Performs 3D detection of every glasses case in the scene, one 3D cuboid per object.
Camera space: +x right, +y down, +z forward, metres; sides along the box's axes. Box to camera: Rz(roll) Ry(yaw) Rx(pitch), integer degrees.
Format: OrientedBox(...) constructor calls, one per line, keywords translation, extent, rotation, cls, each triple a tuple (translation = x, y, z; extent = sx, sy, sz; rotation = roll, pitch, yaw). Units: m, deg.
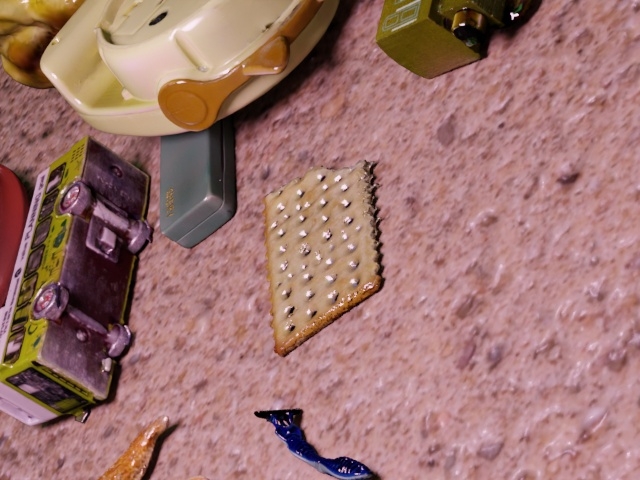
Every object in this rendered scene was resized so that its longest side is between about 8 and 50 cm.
OrientedBox(translation=(-0.129, -0.081, 1.919), extent=(0.078, 0.039, 0.184), rotation=(-36, 38, 28), cls="glasses case")

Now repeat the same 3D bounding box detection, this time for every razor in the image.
OrientedBox(translation=(-0.001, 0.177, 1.543), extent=(0.154, 0.044, 0.028), rotation=(27, 114, 55), cls="razor")

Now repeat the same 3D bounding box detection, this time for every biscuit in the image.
OrientedBox(translation=(0.001, 0.001, 1.704), extent=(0.144, 0.016, 0.203), rotation=(-35, 39, 30), cls="biscuit")

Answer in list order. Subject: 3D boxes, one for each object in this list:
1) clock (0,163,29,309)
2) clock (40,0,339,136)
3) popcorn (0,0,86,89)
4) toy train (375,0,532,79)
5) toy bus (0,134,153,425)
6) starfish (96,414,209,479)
OrientedBox(translation=(-0.456, 0.048, 2.196), extent=(0.318, 0.080, 0.318), rotation=(-27, 45, 30), cls="clock")
OrientedBox(translation=(-0.112, -0.242, 1.920), extent=(0.348, 0.117, 0.286), rotation=(7, 53, 52), cls="clock")
OrientedBox(translation=(-0.302, -0.348, 2.177), extent=(0.312, 0.312, 0.312), rotation=(-33, 39, 32), cls="popcorn")
OrientedBox(translation=(0.134, -0.267, 1.701), extent=(0.137, 0.090, 0.225), rotation=(-19, 47, 47), cls="toy train")
OrientedBox(translation=(-0.266, 0.043, 1.931), extent=(0.139, 0.113, 0.301), rotation=(-28, 39, 36), cls="toy bus")
OrientedBox(translation=(-0.211, 0.300, 1.675), extent=(0.302, 0.060, 0.299), rotation=(-56, 30, -2), cls="starfish")
